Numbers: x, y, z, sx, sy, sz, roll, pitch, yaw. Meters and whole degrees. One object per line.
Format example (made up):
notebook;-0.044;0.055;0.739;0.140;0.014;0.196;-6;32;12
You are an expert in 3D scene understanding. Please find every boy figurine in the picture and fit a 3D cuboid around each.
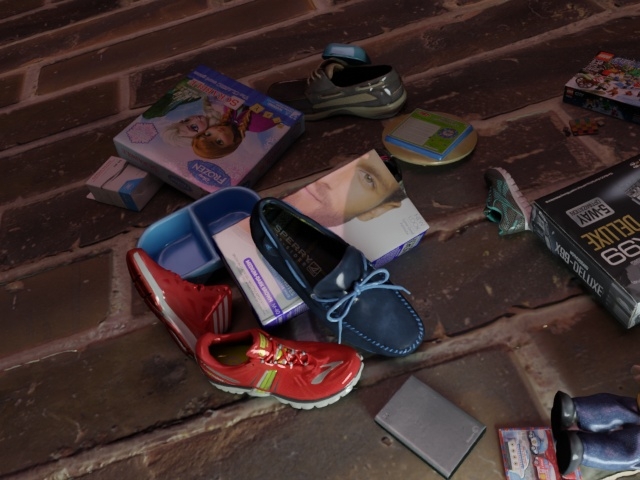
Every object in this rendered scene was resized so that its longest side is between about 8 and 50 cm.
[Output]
boy figurine;0.452;0.242;0.721;0.285;0.092;0.177;-3;47;8

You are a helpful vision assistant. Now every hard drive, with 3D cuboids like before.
hard drive;0.160;0.271;0.826;0.135;0.022;0.094;31;62;34

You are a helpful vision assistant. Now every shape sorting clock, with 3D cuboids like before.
shape sorting clock;0.239;-0.227;1.238;0.206;0.040;0.206;-5;46;5

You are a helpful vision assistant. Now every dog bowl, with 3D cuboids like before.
dog bowl;-0.225;-0.001;1.102;0.297;0.074;0.166;-29;69;-11

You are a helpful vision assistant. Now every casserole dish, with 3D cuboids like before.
casserole dish;0.070;-0.460;1.414;0.114;0.037;0.188;10;8;13

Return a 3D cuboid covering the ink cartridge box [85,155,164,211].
ink cartridge box;-0.479;-0.140;1.338;0.180;0.060;0.104;13;54;25

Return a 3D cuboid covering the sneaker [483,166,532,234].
sneaker;0.339;-0.075;1.064;0.076;0.065;0.167;-20;45;2

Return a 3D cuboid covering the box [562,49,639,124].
box;0.673;-0.326;1.209;0.233;0.044;0.159;31;63;35

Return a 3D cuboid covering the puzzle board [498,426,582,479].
puzzle board;0.300;0.314;0.758;0.096;0.011;0.128;-5;47;10

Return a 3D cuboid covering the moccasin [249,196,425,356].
moccasin;0.015;0.063;0.877;0.342;0.117;0.138;35;74;6

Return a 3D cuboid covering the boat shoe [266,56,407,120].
boat shoe;0.032;-0.382;1.372;0.355;0.130;0.132;1;49;16

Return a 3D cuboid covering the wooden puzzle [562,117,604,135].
wooden puzzle;0.557;-0.241;1.190;0.083;0.006;0.049;-3;48;13

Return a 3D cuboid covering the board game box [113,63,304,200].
board game box;-0.254;-0.248;1.320;0.318;0.066;0.318;28;60;16

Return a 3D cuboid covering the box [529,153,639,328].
box;0.547;-0.024;0.920;0.307;0.077;0.242;-23;48;-7

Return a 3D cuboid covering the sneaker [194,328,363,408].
sneaker;-0.073;0.193;0.892;0.278;0.118;0.107;-2;49;13

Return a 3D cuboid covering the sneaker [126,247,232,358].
sneaker;-0.244;0.089;1.012;0.128;0.221;0.087;-35;7;-29

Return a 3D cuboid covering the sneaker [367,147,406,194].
sneaker;0.135;-0.152;1.176;0.063;0.075;0.170;-16;47;0

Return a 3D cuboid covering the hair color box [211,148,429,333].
hair color box;0.000;0.000;1.012;0.338;0.110;0.185;-30;75;-13
